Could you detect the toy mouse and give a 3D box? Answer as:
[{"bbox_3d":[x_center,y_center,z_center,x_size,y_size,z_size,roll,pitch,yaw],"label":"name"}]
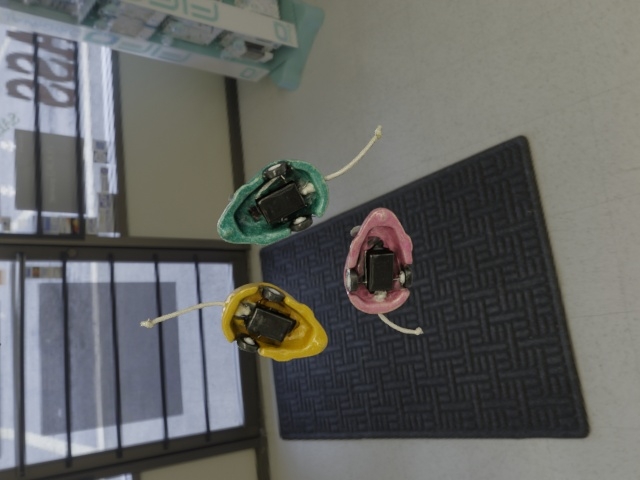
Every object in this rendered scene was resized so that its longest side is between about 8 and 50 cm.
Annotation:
[{"bbox_3d":[0.000,0.000,0.351,0.031,0.161,0.143,-128,58,-69],"label":"toy mouse"}]
